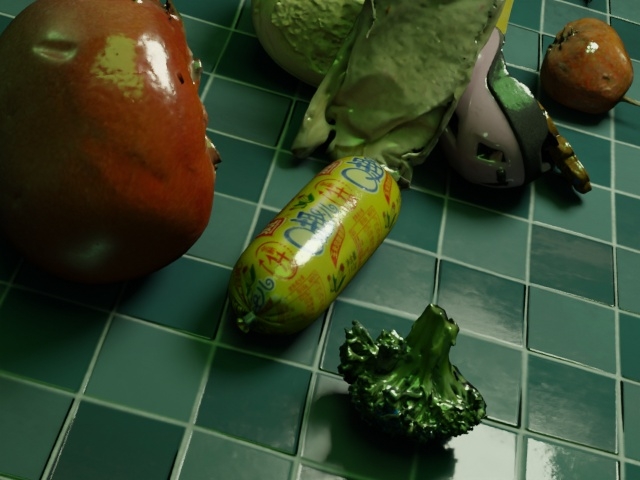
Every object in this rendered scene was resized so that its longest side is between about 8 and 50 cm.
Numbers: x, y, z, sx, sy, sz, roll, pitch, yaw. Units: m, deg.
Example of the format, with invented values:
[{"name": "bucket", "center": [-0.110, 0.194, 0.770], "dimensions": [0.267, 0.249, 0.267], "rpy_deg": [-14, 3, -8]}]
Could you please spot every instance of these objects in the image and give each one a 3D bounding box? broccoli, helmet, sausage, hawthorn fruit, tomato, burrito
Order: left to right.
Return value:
[{"name": "tomato", "center": [-0.264, -0.121, 1.336], "dimensions": [0.272, 0.341, 0.341], "rpy_deg": [-14, 51, -12]}, {"name": "sausage", "center": [0.000, 0.000, 1.436], "dimensions": [0.123, 0.123, 0.347], "rpy_deg": [29, 45, 12]}, {"name": "burrito", "center": [0.102, -0.229, 1.591], "dimensions": [0.190, 0.332, 0.135], "rpy_deg": [25, 17, -1]}, {"name": "broccoli", "center": [0.108, 0.146, 1.303], "dimensions": [0.154, 0.160, 0.167], "rpy_deg": [12, 24, -47]}, {"name": "helmet", "center": [0.226, -0.180, 1.656], "dimensions": [0.154, 0.198, 0.253], "rpy_deg": [-31, 56, -8]}, {"name": "hawthorn fruit", "center": [0.427, -0.256, 1.840], "dimensions": [0.149, 0.149, 0.189], "rpy_deg": [-31, 96, -38]}]

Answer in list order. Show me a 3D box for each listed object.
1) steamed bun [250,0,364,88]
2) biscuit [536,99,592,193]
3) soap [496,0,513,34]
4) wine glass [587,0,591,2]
[{"name": "steamed bun", "center": [0.032, -0.330, 1.755], "dimensions": [0.273, 0.166, 0.232], "rpy_deg": [22, 32, -4]}, {"name": "biscuit", "center": [0.340, -0.143, 1.706], "dimensions": [0.026, 0.124, 0.175], "rpy_deg": [-32, 61, 4]}, {"name": "soap", "center": [0.292, -0.368, 1.923], "dimensions": [0.037, 0.092, 0.252], "rpy_deg": [22, 43, 2]}, {"name": "wine glass", "center": [0.406, -0.501, 2.095], "dimensions": [0.202, 0.093, 0.093], "rpy_deg": [18, 43, 0]}]
